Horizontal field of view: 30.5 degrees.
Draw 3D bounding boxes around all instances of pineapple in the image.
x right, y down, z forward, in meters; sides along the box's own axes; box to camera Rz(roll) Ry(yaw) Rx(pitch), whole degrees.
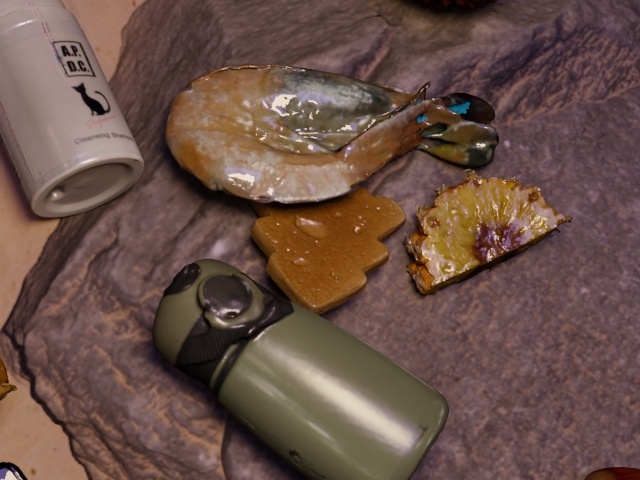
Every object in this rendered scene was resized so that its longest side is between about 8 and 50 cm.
[{"bbox_3d":[0.199,-0.030,1.522,0.233,0.079,0.135,-20,72,-22],"label":"pineapple"}]

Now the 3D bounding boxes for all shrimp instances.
[{"bbox_3d":[0.024,-0.136,1.492,0.445,0.110,0.221,-3,52,-17],"label":"shrimp"}]

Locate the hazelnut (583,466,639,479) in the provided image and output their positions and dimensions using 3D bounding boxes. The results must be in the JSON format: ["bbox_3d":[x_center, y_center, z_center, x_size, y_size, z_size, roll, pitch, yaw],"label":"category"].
[{"bbox_3d":[0.381,0.367,1.346,0.180,0.181,0.212,6,54,9],"label":"hazelnut"}]

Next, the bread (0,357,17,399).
[{"bbox_3d":[-0.446,0.120,1.226,0.240,0.240,0.139,41,96,5],"label":"bread"}]

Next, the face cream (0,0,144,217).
[{"bbox_3d":[-0.351,-0.220,1.422,0.145,0.145,0.370,-21,76,-22],"label":"face cream"}]

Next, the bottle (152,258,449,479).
[{"bbox_3d":[-0.033,0.156,1.336,0.347,0.168,0.168,34,64,4],"label":"bottle"}]

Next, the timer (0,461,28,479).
[{"bbox_3d":[-0.335,0.343,1.238,0.144,0.055,0.187,-35,80,-25],"label":"timer"}]

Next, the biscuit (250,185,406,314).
[{"bbox_3d":[0.000,0.000,1.458,0.212,0.041,0.239,14,50,-7],"label":"biscuit"}]

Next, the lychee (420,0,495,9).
[{"bbox_3d":[0.185,-0.449,1.610,0.264,0.300,0.264,2,107,6],"label":"lychee"}]
